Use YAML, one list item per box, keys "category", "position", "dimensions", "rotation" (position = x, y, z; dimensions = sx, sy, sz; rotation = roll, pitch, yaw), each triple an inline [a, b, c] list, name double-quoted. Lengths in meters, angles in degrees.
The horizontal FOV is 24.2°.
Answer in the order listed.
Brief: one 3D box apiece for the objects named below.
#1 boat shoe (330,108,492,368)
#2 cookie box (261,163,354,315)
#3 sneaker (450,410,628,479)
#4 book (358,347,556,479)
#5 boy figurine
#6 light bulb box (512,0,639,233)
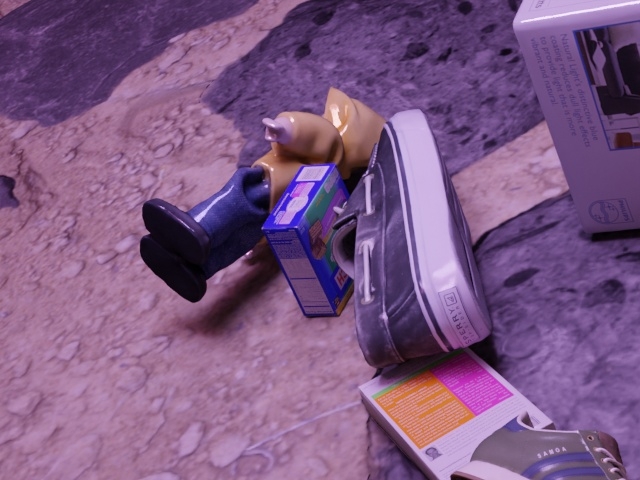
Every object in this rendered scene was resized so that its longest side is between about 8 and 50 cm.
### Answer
- category: "boat shoe"
  position: [0.063, -0.012, 1.294]
  dimensions: [0.119, 0.121, 0.335]
  rotation: [-20, 26, 9]
- category: "cookie box"
  position: [0.000, 0.000, 1.350]
  dimensions: [0.040, 0.107, 0.092]
  rotation: [0, 41, 32]
- category: "sneaker"
  position: [0.185, 0.166, 1.018]
  dimensions: [0.192, 0.064, 0.086]
  rotation: [15, 51, 44]
- category: "book"
  position: [0.105, 0.135, 1.155]
  dimensions: [0.096, 0.035, 0.144]
  rotation: [-30, 33, -11]
- category: "boy figurine"
  position: [-0.039, -0.063, 1.417]
  dimensions: [0.092, 0.177, 0.285]
  rotation: [37, 56, 22]
- category: "light bulb box"
  position: [0.397, -0.212, 1.255]
  dimensions: [0.361, 0.225, 0.358]
  rotation: [-5, 37, 29]
